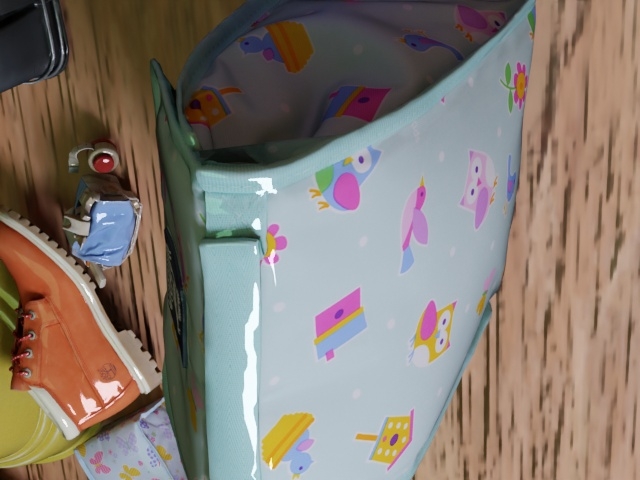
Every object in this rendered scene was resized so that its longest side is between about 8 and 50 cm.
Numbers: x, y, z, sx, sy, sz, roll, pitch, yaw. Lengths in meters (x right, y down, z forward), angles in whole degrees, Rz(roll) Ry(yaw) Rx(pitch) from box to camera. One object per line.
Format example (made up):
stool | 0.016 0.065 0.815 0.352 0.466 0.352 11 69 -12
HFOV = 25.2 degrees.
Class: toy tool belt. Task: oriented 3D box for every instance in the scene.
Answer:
toy tool belt | -0.136 -0.016 0.895 0.052 0.051 0.083 0 127 -16

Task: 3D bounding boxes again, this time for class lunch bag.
lunch bag | -0.117 0.160 0.992 0.071 0.053 0.083 -29 93 33
lunch bag | 0.000 0.000 0.710 0.160 0.262 0.223 14 124 18

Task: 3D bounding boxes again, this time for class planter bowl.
planter bowl | -0.263 0.091 1.001 0.217 0.090 0.217 12 122 19

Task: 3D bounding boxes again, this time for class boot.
boot | -0.180 0.054 0.933 0.158 0.084 0.059 55 167 -10

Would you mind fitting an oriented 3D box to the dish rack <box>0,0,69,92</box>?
dish rack | -0.299 -0.188 0.871 0.271 0.074 0.208 5 118 26
